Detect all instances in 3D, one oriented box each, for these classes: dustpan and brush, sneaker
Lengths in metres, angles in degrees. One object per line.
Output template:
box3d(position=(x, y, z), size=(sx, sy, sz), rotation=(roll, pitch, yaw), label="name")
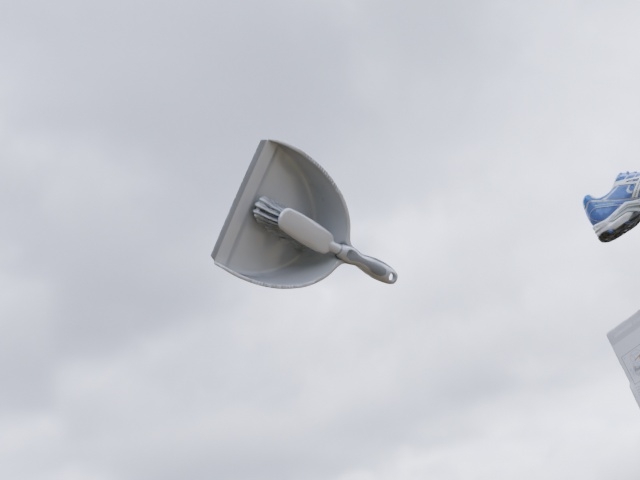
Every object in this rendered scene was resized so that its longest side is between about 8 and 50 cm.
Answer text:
box3d(position=(0.000, 0.000, 1.339), size=(0.060, 0.147, 0.211), rotation=(15, -11, 46), label="dustpan and brush")
box3d(position=(0.514, -0.084, 2.023), size=(0.211, 0.081, 0.080), rotation=(-31, -19, -5), label="sneaker")

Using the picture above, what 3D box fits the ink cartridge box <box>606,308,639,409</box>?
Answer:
box3d(position=(0.464, 0.160, 1.529), size=(0.056, 0.225, 0.181), rotation=(22, -52, -40), label="ink cartridge box")
